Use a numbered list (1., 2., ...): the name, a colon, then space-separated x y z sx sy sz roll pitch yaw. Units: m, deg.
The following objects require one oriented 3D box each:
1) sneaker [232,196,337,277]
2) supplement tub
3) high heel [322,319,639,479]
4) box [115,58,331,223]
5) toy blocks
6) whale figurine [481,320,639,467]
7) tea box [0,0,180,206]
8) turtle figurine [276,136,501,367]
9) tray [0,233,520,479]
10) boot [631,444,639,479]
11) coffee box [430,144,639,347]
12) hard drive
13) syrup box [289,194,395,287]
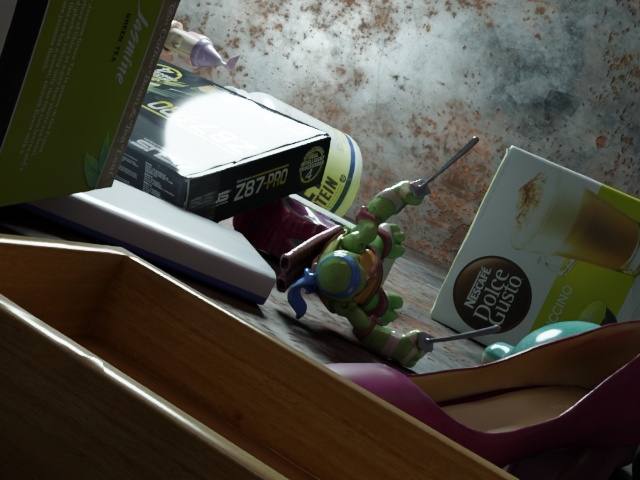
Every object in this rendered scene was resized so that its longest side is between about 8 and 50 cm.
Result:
1. sneaker: -0.037 -0.004 1.355 0.252 0.103 0.111 38 8 37
2. supplement tub: -0.097 -0.173 1.886 0.325 0.235 0.235 22 7 -34
3. high heel: 0.127 0.096 0.651 0.377 0.181 0.127 21 7 -43
4. box: -0.232 -0.161 1.322 0.395 0.097 0.318 28 32 28
5. toy blocks: -0.321 -0.276 1.619 0.260 0.288 0.309 32 6 20
6. whale figurine: 0.301 0.162 1.048 0.216 0.141 0.272 26 5 7
7. tea box: -0.353 -0.191 0.738 0.329 0.220 0.323 27 15 12
8. turtle figurine: 0.102 0.040 1.053 0.198 0.275 0.266 61 4 3
9. tray: -0.006 0.119 0.408 0.411 0.076 0.203 29 6 19
10. boot: 0.387 0.255 0.929 0.088 0.176 0.244 1 -48 38
11. coffee box: 0.441 0.059 1.637 0.334 0.337 0.338 27 6 17
12. hard drive: -0.219 -0.029 0.983 0.319 0.040 0.210 24 6 -21
13. syrup box: 0.000 0.000 1.448 0.237 0.093 0.096 28 6 23
